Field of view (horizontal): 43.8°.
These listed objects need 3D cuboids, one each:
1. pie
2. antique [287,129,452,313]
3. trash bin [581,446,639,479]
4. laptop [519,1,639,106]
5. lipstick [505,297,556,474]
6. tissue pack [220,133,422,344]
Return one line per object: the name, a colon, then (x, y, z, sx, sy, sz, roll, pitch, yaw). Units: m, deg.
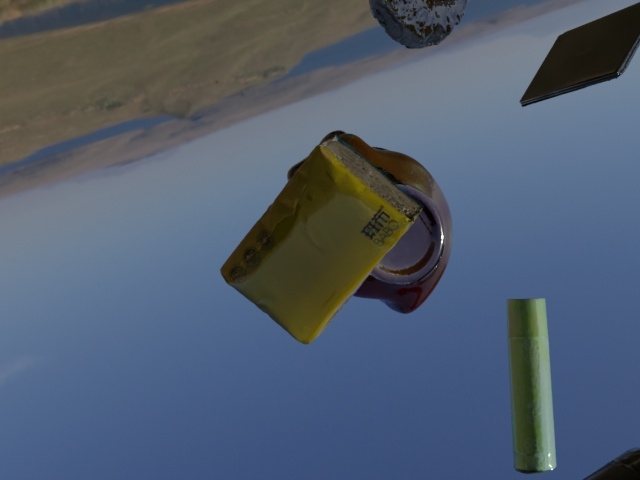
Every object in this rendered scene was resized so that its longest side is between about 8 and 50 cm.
pie: (0.131, -0.343, 1.017, 0.046, 0.195, 0.195, 11, -152, 44)
antique: (0.076, -0.021, 1.126, 0.223, 0.278, 0.129, -38, -157, -14)
trash bin: (0.234, 0.359, 0.741, 0.301, 0.203, 0.252, -29, 149, -8)
laptop: (0.328, -0.229, 0.972, 0.129, 0.016, 0.180, -57, -163, -14)
lipstick: (0.369, 0.253, 1.398, 0.076, 0.304, 0.076, -1, 174, 0)
tissue pack: (0.000, 0.000, 0.776, 0.169, 0.120, 0.082, -50, 180, 18)
